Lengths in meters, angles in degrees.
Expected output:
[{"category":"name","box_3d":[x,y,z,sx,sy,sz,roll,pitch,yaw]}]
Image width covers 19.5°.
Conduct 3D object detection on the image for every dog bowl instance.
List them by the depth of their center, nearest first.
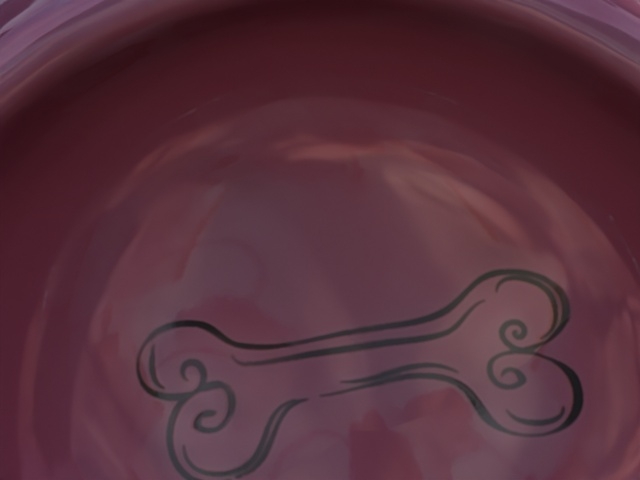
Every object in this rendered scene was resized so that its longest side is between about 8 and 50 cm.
[{"category":"dog bowl","box_3d":[0.009,0.055,0.644,0.408,0.408,0.150,5,16,3]}]
